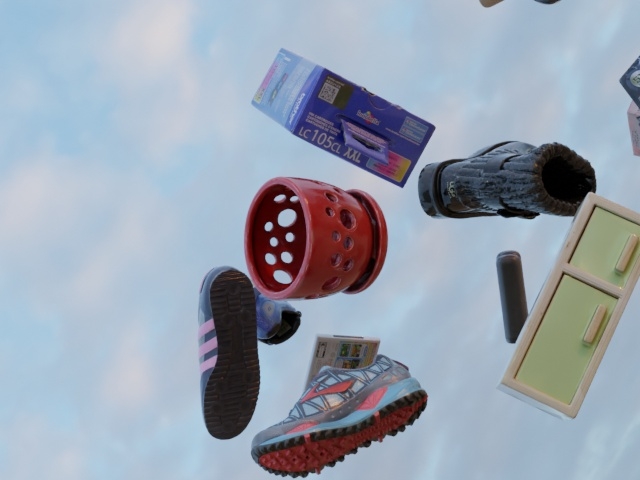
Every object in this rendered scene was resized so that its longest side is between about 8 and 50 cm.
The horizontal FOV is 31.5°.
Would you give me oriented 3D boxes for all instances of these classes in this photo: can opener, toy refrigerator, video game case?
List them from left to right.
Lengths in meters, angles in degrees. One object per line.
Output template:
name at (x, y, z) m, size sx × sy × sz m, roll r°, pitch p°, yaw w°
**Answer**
video game case at (0.044, 0.272, 2.453) m, size 0.143 × 0.019 × 0.157 m, roll 5°, pitch -60°, yaw -15°
can opener at (0.370, 0.155, 2.044) m, size 0.074 × 0.093 × 0.280 m, roll -52°, pitch -51°, yaw -77°
toy refrigerator at (0.325, 0.084, 1.436) m, size 0.269 × 0.102 × 0.094 m, roll -63°, pitch -9°, yaw -9°

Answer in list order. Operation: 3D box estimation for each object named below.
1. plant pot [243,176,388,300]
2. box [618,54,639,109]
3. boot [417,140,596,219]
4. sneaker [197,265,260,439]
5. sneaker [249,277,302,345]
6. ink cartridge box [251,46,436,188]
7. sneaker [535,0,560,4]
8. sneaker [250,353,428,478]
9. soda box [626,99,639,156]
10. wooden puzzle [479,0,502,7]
plant pot at (0.000, 0.000, 1.765) m, size 0.174 × 0.191 × 0.191 m, roll 3°, pitch -63°, yaw -33°
box at (0.525, -0.227, 1.543) m, size 0.180 × 0.077 × 0.147 m, roll 11°, pitch -49°, yaw -34°
boot at (0.362, -0.105, 1.925) m, size 0.348 × 0.260 × 0.131 m, roll -19°, pitch -82°, yaw -46°
sneaker at (-0.175, 0.202, 2.095) m, size 0.112 × 0.131 × 0.319 m, roll 2°, pitch -83°, yaw -20°
sneaker at (-0.121, 0.161, 2.403) m, size 0.130 × 0.147 × 0.330 m, roll -48°, pitch -2°, yaw 5°
ink cartridge box at (0.047, -0.246, 2.268) m, size 0.270 × 0.395 × 0.151 m, roll 24°, pitch -84°, yaw -22°
sneaker at (0.368, -0.424, 1.790) m, size 0.145 × 0.270 × 0.090 m, roll 27°, pitch -65°, yaw -31°
sneaker at (0.014, 0.243, 1.606) m, size 0.262 × 0.125 × 0.104 m, roll -19°, pitch -43°, yaw -18°
soda box at (0.698, -0.242, 2.421) m, size 0.058 × 0.063 × 0.183 m, roll -64°, pitch -29°, yaw -16°
wooden puzzle at (0.347, -0.575, 2.069) m, size 0.221 × 0.238 × 0.044 m, roll -26°, pitch 16°, yaw 12°
